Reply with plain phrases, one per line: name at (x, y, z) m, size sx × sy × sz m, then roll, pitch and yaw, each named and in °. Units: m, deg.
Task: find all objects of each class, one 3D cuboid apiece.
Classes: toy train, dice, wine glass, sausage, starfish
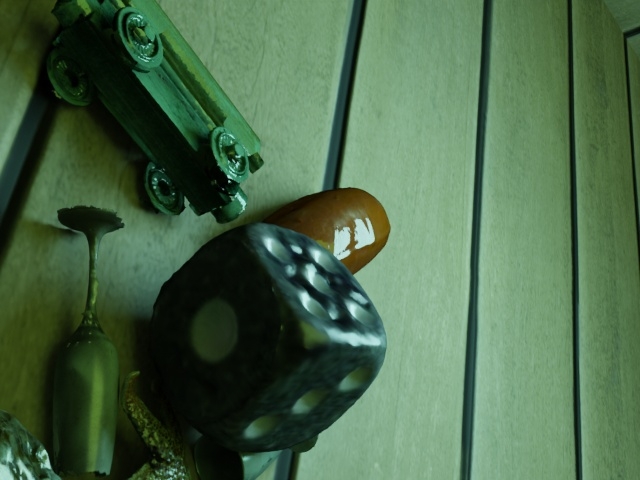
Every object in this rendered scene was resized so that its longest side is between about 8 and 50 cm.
toy train at (-0.165, -0.164, 1.004) m, size 0.307 × 0.126 × 0.189 m, roll 53°, pitch 39°, yaw -26°
dice at (-0.055, 0.103, 0.951) m, size 0.183 × 0.182 × 0.181 m, roll 15°, pitch 34°, yaw -50°
wine glass at (-0.224, 0.102, 0.865) m, size 0.074 × 0.074 × 0.262 m, roll 19°, pitch 63°, yaw -50°
sausage at (0.002, -0.001, 1.169) m, size 0.258 × 0.133 × 0.133 m, roll -27°, pitch 98°, yaw -55°
starfish at (-0.165, 0.226, 0.876) m, size 0.176 × 0.053 × 0.208 m, roll -25°, pitch 105°, yaw -72°
wine glass at (-0.069, 0.229, 1.023) m, size 0.155 × 0.073 × 0.073 m, roll -14°, pitch 88°, yaw -57°

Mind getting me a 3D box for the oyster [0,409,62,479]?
oyster at (-0.264, 0.266, 0.695) m, size 0.162 × 0.158 × 0.351 m, roll 107°, pitch -32°, yaw -74°
